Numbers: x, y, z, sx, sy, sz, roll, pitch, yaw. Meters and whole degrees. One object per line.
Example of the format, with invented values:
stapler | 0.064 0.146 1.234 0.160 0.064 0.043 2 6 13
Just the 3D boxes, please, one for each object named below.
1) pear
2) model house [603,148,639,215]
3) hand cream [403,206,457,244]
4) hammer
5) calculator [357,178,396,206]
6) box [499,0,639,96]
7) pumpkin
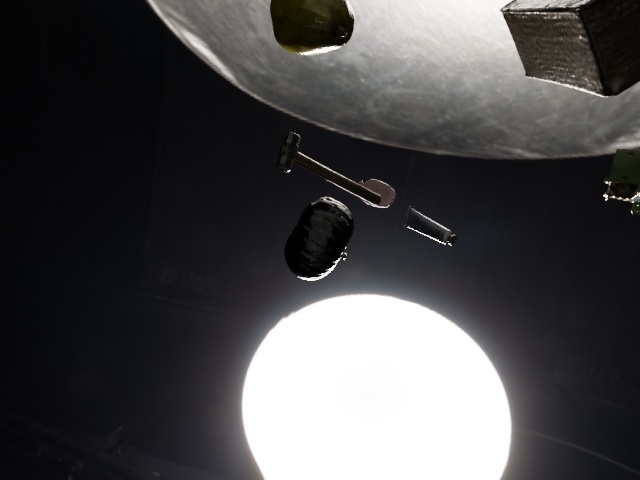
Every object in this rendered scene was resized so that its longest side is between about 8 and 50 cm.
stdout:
pear | -0.020 -0.786 1.808 0.287 0.287 0.375 2 -146 -46
model house | 0.929 -0.158 1.396 0.270 0.178 0.206 18 178 18
hand cream | 0.427 -0.052 2.035 0.055 0.088 0.256 -11 -150 -37
hammer | 0.036 -0.194 1.547 0.365 0.111 0.043 25 158 -27
calculator | 0.205 -0.181 1.940 0.165 0.103 0.024 26 163 24
box | 0.436 -0.350 0.807 0.184 0.143 0.273 -32 -156 7
pumpkin | 0.000 0.000 1.185 0.140 0.202 0.202 27 -171 -1
